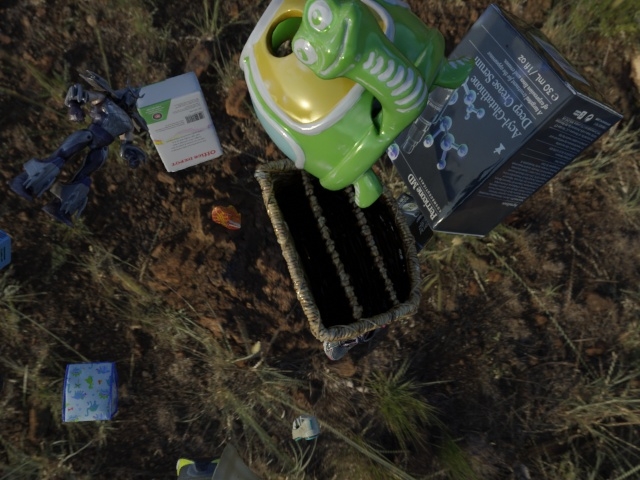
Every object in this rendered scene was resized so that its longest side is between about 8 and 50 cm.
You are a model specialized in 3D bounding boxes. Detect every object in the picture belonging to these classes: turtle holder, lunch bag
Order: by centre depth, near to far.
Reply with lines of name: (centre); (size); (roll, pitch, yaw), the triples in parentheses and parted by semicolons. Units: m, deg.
turtle holder: (0.017, -0.182, 0.607); (0.227, 0.243, 0.320); (35, 34, -10)
lunch bag: (-0.633, 0.413, 1.392); (0.129, 0.096, 0.151); (-1, 88, -10)

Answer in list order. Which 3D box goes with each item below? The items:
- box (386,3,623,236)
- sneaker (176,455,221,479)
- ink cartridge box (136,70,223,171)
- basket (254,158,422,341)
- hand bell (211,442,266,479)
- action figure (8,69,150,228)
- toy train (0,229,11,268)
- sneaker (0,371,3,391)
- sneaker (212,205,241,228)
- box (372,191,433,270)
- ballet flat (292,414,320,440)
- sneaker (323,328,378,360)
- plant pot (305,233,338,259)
box: (0.373, -0.245, 1.121); (0.212, 0.395, 0.293); (4, 50, -38)
sneaker: (-0.206, 0.489, 0.902); (0.111, 0.300, 0.121); (1, 37, -9)
ink cartridge box: (-0.462, -0.385, 1.664); (0.201, 0.278, 0.117); (-20, 54, -8)
basket: (0.049, 0.004, 0.839); (0.214, 0.223, 0.299); (-20, 76, 0)
hand bell: (0.002, 0.303, 0.516); (0.242, 0.126, 0.126); (14, 76, 1)
action figure: (-0.403, -0.170, 0.893); (0.099, 0.185, 0.285); (21, 73, 42)
toy train: (-0.574, -0.002, 0.766); (0.184, 0.080, 0.105); (29, 36, 2)
sneaker: (-0.520, 0.175, 0.635); (0.082, 0.209, 0.069); (-23, 63, 24)
sneaker: (-0.304, -0.086, 1.619); (0.064, 0.175, 0.067); (-3, 77, 7)
box: (0.195, -0.004, 1.263); (0.077, 0.147, 0.180); (33, 74, 32)
ballet flat: (-0.055, 0.656, 1.778); (0.086, 0.248, 0.086); (6, 66, -15)
sneaker: (0.117, 0.333, 1.798); (0.121, 0.299, 0.112); (15, 36, -35)
plant pot: (0.000, 0.000, 1.389); (0.205, 0.188, 0.205); (-1, 63, 3)
